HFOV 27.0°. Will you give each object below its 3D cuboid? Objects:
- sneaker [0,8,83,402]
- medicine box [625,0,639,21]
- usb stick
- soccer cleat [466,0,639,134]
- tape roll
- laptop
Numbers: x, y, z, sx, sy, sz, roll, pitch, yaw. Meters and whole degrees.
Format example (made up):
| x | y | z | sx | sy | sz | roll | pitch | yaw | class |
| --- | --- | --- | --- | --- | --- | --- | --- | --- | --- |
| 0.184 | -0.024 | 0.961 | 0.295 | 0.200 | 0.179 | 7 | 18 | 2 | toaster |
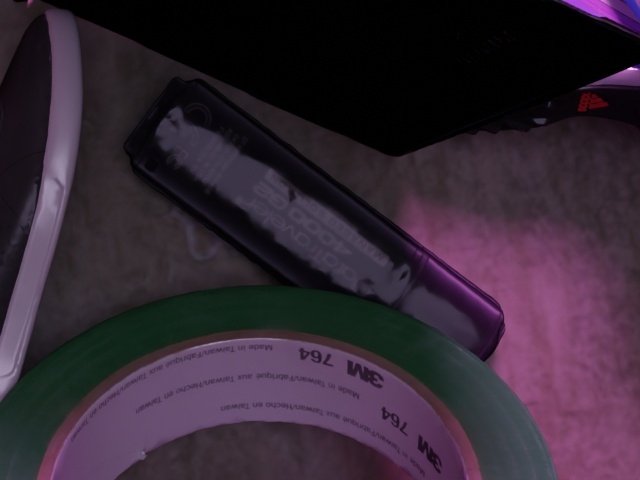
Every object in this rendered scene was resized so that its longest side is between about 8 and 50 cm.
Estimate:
| x | y | z | sx | sy | sz | roll | pitch | yaw | class |
| --- | --- | --- | --- | --- | --- | --- | --- | --- | --- |
| -0.233 | -0.008 | 0.783 | 0.147 | 0.104 | 0.295 | 15 | 88 | -17 | sneaker |
| 0.325 | -0.211 | 0.824 | 0.289 | 0.263 | 0.149 | 1 | 129 | -16 | medicine box |
| 0.000 | 0.000 | 0.869 | 0.278 | 0.045 | 0.077 | 37 | 87 | -9 | usb stick |
| 0.199 | -0.130 | 0.870 | 0.318 | 0.108 | 0.116 | 3 | 70 | 3 | soccer cleat |
| -0.033 | 0.157 | 0.729 | 0.321 | 0.321 | 0.077 | -10 | 132 | -13 | tape roll |
| -0.058 | -0.240 | 0.695 | 0.236 | 0.382 | 0.408 | -12 | 90 | -14 | laptop |
